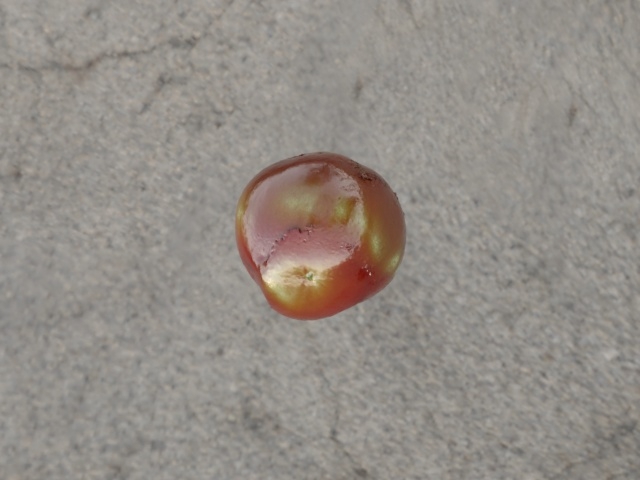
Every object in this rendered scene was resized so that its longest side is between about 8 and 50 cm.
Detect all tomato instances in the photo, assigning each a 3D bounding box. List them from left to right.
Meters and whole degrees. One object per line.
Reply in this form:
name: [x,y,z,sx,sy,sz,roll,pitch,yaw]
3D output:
tomato: [0.000,0.000,0.474,0.087,0.087,0.075,-7,45,29]
